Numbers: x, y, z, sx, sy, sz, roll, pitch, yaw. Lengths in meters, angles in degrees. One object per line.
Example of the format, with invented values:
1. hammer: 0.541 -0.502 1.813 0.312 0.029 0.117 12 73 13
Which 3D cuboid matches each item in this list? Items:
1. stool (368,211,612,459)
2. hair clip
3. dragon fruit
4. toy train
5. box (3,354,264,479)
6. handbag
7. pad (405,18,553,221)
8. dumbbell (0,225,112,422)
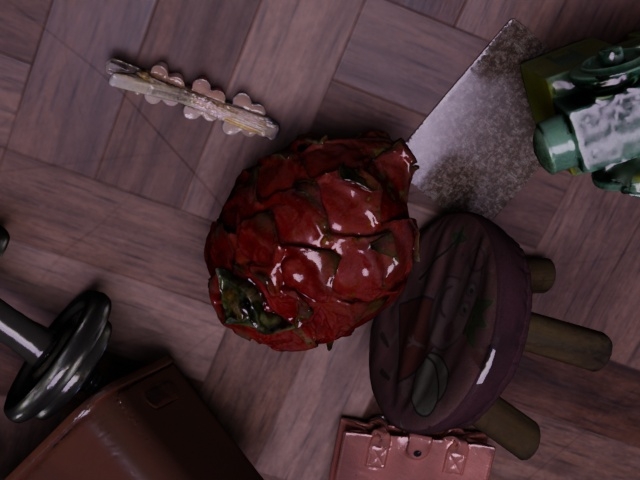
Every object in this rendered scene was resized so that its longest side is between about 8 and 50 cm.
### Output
1. stool: 0.198 0.117 1.324 0.178 0.272 0.272 20 111 -26
2. hair clip: -0.149 -0.167 1.279 0.213 0.056 0.062 16 124 -20
3. dragon fruit: 0.000 0.000 1.260 0.299 0.244 0.244 -42 110 -3
4. toy train: 0.409 -0.181 1.198 0.397 0.253 0.160 -20 107 3
5. box: -0.260 0.347 1.345 0.339 0.239 0.229 -45 81 14
6. handbag: 0.122 0.322 1.503 0.212 0.059 0.157 7 113 -6
7. pad: 0.215 -0.135 1.342 0.158 0.003 0.235 35 106 -17
8. dumbbell: -0.372 0.100 1.299 0.290 0.192 0.192 37 106 -17
